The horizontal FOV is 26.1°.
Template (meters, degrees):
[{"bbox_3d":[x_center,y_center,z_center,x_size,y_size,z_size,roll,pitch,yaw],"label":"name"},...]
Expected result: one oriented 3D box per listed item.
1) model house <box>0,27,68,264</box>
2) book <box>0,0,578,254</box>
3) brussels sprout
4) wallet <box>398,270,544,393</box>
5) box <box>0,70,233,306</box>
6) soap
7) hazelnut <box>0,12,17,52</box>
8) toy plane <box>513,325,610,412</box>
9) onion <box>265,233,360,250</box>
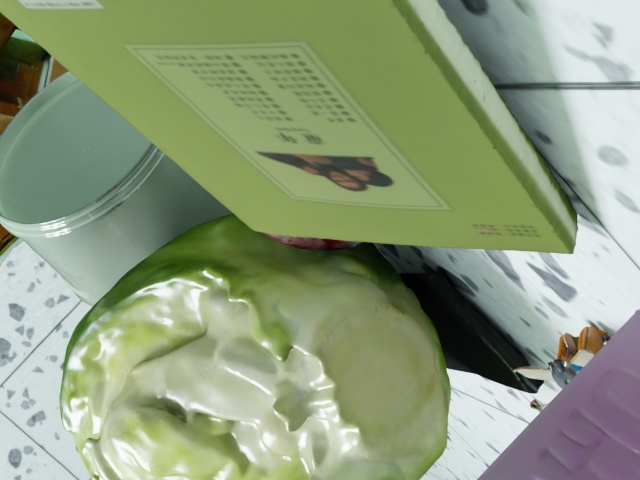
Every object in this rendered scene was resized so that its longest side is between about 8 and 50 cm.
[{"bbox_3d":[-0.460,-0.117,1.567,0.340,0.324,0.300,9,-173,-31],"label":"model house"},{"bbox_3d":[-0.021,-0.079,0.750,0.239,0.035,0.352,3,158,30],"label":"book"},{"bbox_3d":[-0.044,0.111,1.238,0.371,0.315,0.276,-3,102,45],"label":"brussels sprout"},{"bbox_3d":[0.114,0.083,1.341,0.146,0.030,0.285,43,170,-9],"label":"wallet"},{"bbox_3d":[-0.210,-0.062,1.417,0.226,0.226,0.149,32,166,46],"label":"box"},{"bbox_3d":[0.179,0.149,0.854,0.122,0.203,0.065,33,165,52],"label":"soap"},{"bbox_3d":[-0.314,-0.242,1.055,0.218,0.234,0.218,28,-150,-18],"label":"hazelnut"},{"bbox_3d":[0.230,0.133,1.003,0.188,0.062,0.135,43,145,-18],"label":"toy plane"},{"bbox_3d":[-0.039,-0.064,1.114,0.206,0.098,0.151,45,169,-15],"label":"onion"}]
